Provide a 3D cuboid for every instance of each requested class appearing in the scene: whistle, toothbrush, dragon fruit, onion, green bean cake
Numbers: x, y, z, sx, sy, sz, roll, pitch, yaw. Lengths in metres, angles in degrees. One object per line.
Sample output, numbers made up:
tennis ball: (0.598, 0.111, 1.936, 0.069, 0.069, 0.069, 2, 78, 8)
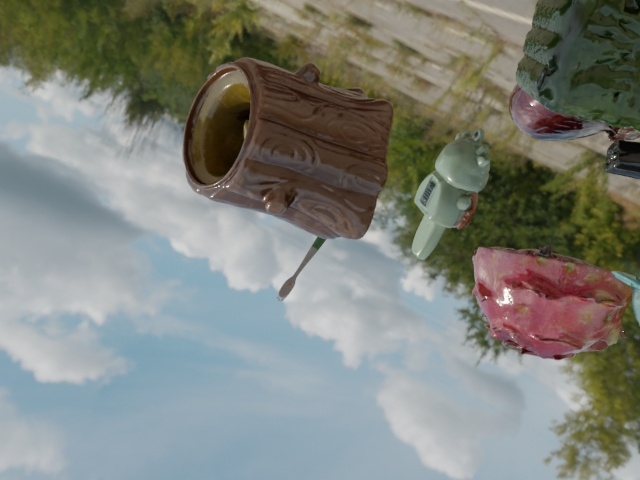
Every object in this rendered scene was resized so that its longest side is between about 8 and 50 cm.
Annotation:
whistle: (0.223, -0.078, 1.270, 0.105, 0.253, 0.102, 24, -157, -1)
toothbrush: (0.000, 0.000, 1.197, 0.018, 0.257, 0.024, 32, 151, 4)
dragon fruit: (0.518, 0.141, 1.670, 0.386, 0.249, 0.371, 12, -179, 29)
onion: (0.570, -0.313, 1.516, 0.285, 0.347, 0.347, 57, -162, 13)
green bean cake: (0.423, -0.289, 1.017, 0.246, 0.250, 0.156, 10, -158, -9)

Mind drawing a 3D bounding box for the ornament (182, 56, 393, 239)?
ornament: (-0.049, -0.114, 0.965, 0.217, 0.235, 0.221, 13, -124, -40)

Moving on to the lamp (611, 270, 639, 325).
lamp: (0.555, 0.111, 1.021, 0.283, 0.147, 0.209, 7, -164, -20)

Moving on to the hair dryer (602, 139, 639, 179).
hair dryer: (0.568, -0.079, 0.952, 0.303, 0.120, 0.359, 10, -168, -3)
